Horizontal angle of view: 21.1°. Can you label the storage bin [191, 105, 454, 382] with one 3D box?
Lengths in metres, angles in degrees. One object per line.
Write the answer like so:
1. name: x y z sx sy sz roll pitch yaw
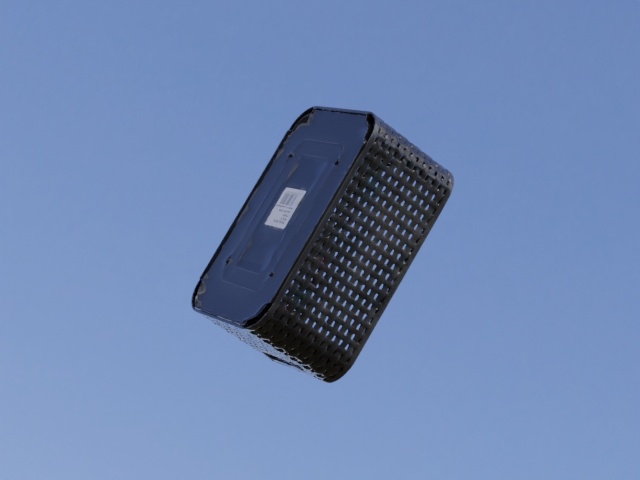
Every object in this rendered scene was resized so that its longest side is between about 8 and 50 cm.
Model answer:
1. storage bin: 0.000 0.000 1.256 0.084 0.180 0.122 34 -10 -28
